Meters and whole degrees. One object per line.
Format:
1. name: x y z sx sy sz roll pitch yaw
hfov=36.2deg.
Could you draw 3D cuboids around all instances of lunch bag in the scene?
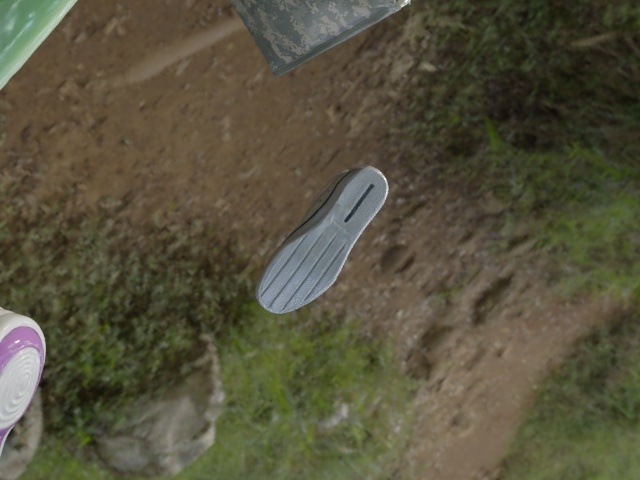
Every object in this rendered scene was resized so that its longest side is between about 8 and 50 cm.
1. lunch bag: -0.006 -0.433 1.566 0.287 0.235 0.169 -16 -157 46

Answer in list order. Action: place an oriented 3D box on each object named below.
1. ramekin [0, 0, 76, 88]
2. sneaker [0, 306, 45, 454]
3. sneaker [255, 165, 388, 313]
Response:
1. ramekin: -0.197 -0.154 0.443 0.303 0.148 0.303 -36 -151 24
2. sneaker: -0.342 0.172 0.829 0.305 0.152 0.114 -64 163 9
3. sneaker: 0.000 0.000 1.422 0.258 0.094 0.091 -48 -166 -8
